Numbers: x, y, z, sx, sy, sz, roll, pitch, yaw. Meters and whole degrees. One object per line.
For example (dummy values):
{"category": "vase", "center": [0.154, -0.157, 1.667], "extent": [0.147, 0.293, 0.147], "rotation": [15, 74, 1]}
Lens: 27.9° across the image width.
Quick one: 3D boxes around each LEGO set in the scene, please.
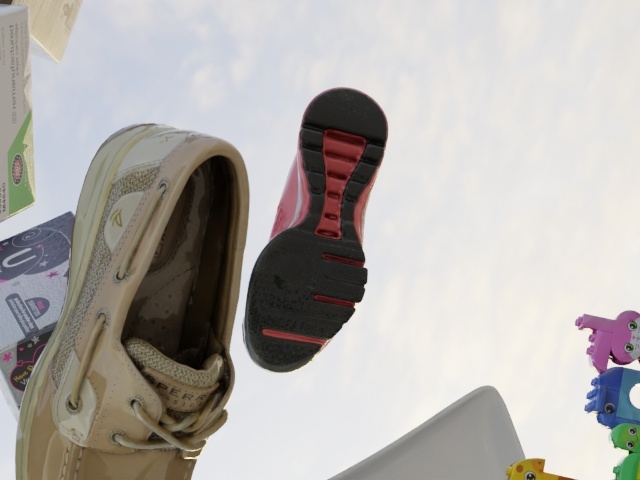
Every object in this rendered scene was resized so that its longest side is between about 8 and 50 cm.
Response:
{"category": "LEGO set", "center": [0.186, 0.156, 0.927], "extent": [0.087, 0.093, 0.227], "rotation": [87, -165, -76]}

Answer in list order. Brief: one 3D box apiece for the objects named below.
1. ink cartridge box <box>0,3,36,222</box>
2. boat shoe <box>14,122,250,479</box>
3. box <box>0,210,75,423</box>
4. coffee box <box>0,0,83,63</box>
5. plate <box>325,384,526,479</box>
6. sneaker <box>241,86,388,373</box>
{"category": "ink cartridge box", "center": [-0.359, -0.095, 1.123], "extent": [0.273, 0.115, 0.198], "rotation": [-50, -36, -68]}
{"category": "boat shoe", "center": [-0.121, 0.093, 0.863], "extent": [0.122, 0.110, 0.341], "rotation": [4, -84, -37]}
{"category": "box", "center": [-0.298, 0.093, 1.440], "extent": [0.163, 0.247, 0.142], "rotation": [-24, -60, -15]}
{"category": "coffee box", "center": [-0.403, -0.317, 1.612], "extent": [0.246, 0.141, 0.098], "rotation": [63, -133, -82]}
{"category": "plate", "center": [0.089, 0.308, 1.161], "extent": [0.278, 0.045, 0.277], "rotation": [-27, -79, -22]}
{"category": "sneaker", "center": [0.001, 0.000, 1.377], "extent": [0.136, 0.116, 0.313], "rotation": [108, 179, -74]}
